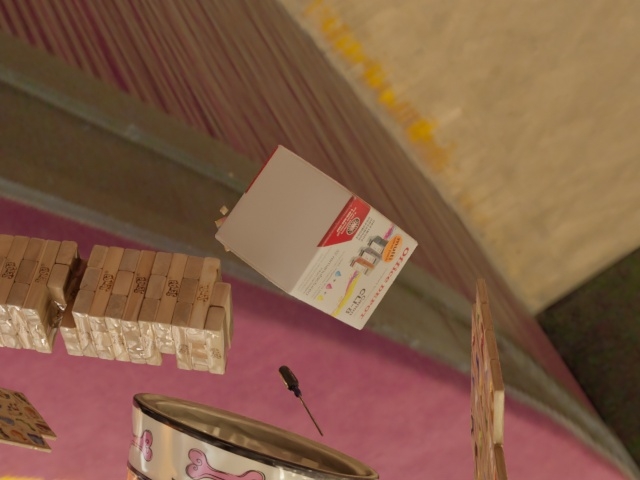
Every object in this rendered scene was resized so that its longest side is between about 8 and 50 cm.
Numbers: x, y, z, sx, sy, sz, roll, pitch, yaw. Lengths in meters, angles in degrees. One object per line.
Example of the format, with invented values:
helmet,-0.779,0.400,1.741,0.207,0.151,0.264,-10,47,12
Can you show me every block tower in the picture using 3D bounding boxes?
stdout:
block tower,-0.258,0.062,1.243,0.335,0.091,0.097,8,144,4

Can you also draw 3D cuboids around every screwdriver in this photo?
screwdriver,-0.029,0.268,1.974,0.024,0.170,0.025,-33,139,-3

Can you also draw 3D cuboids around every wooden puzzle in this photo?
wooden puzzle,-0.128,-0.015,1.786,0.049,0.083,0.006,-24,170,19

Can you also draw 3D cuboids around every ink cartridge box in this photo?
ink cartridge box,0.000,0.000,1.332,0.128,0.127,0.176,-56,148,2

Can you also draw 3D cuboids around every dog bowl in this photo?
dog bowl,-0.121,0.372,1.861,0.408,0.407,0.150,24,83,-61

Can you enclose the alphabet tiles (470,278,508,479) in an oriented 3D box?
alphabet tiles,0.166,0.215,1.197,0.011,0.342,0.285,-1,114,3

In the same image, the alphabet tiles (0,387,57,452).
alphabet tiles,-0.514,0.249,1.819,0.009,0.198,0.237,-54,144,5
